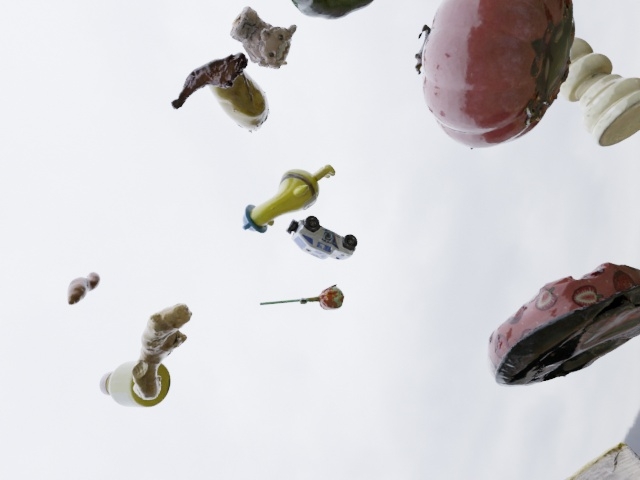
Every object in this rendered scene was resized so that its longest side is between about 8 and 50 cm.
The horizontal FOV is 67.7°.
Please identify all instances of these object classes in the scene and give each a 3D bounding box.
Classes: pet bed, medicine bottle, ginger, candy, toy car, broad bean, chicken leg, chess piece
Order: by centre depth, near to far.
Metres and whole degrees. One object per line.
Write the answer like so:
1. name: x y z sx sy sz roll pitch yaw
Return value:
1. pet bed: 0.266 0.097 0.504 0.201 0.053 0.201 -12 -40 -10
2. ginger: -0.300 0.210 0.886 0.089 0.075 0.288 -10 -41 -40
3. broad bean: 0.028 -0.499 0.959 0.292 0.144 0.049 -21 -93 -55
4. chicken leg: -0.259 -0.374 1.105 0.053 0.205 0.093 37 -147 -63
5. toy car: 0.000 0.000 1.128 0.171 0.080 0.070 25 -113 -13
6. chess piece: 0.680 -0.396 1.197 0.167 0.299 0.167 -20 -28 -11
7. medicine bottle: -0.517 0.390 1.301 0.122 0.213 0.121 20 -116 -49
8. candy: -0.057 0.192 1.562 0.288 0.078 0.084 -1 -108 -18

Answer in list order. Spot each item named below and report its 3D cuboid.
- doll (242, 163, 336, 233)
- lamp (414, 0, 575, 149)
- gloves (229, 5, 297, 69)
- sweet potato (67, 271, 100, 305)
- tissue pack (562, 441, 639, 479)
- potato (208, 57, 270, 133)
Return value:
1. doll: -0.111 -0.144 1.585 0.363 0.199 0.145 -37 -83 -16
2. lamp: 0.171 -0.185 0.484 0.182 0.140 0.182 -27 -50 -38
3. gloves: -0.126 -0.436 1.041 0.144 0.094 0.110 14 -67 -20
4. sweet potato: -0.673 0.131 1.345 0.055 0.202 0.058 -15 -72 1
5. tissue pack: 0.459 0.456 0.681 0.192 0.134 0.271 -40 -87 12
6. potato: -0.257 -0.465 1.563 0.300 0.140 0.172 42 -153 -63
